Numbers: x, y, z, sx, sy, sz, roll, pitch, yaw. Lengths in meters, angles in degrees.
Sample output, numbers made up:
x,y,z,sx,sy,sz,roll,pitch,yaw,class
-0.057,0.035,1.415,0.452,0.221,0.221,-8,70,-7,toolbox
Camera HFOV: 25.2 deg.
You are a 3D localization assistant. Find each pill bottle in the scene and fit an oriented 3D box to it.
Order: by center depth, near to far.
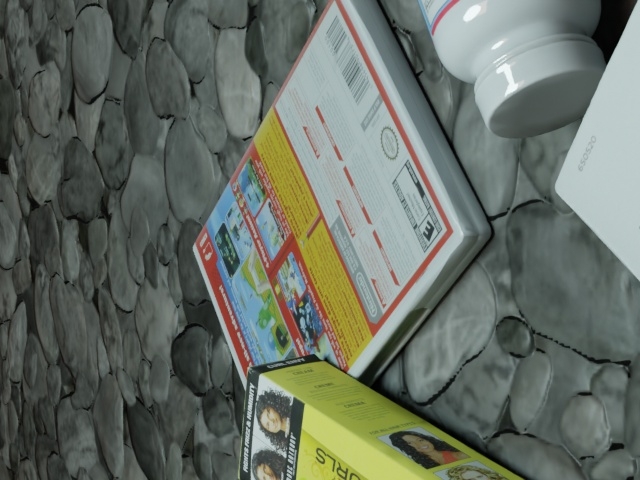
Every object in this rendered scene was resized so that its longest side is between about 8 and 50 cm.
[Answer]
x,y,z,sx,sy,sz,roll,pitch,yaw,class
0.091,-0.137,0.732,0.087,0.087,0.160,-46,55,51,pill bottle

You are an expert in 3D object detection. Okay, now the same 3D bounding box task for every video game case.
x,y,z,sx,sy,sz,roll,pitch,yaw,class
0.000,0.000,0.955,0.285,0.025,0.204,-56,47,44,video game case

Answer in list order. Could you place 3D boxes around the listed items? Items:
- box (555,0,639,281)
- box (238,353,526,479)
x,y,z,sx,sy,sz,roll,pitch,yaw,class
0.207,-0.040,0.517,0.181,0.119,0.182,54,135,42,box
0.040,0.149,0.846,0.232,0.058,0.087,27,118,47,box
